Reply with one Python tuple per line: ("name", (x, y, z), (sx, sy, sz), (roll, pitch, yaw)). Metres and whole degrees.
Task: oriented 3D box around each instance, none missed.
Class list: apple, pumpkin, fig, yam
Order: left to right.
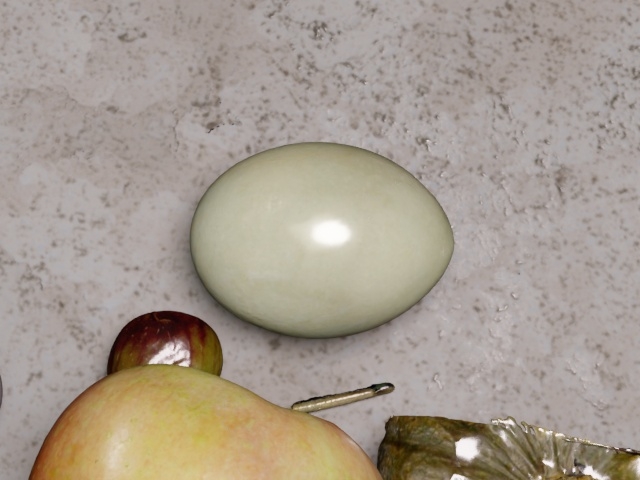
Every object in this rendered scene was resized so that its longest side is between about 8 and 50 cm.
("fig", (-0.153, 0.144, 1.140), (0.109, 0.103, 0.155), (-4, 69, 22))
("apple", (-0.096, 0.262, 0.979), (0.319, 0.319, 0.277), (20, 78, 4))
("yam", (0.022, 0.157, 1.181), (0.107, 0.014, 0.014), (-12, 79, -3))
("pumpkin", (0.202, 0.283, 1.043), (0.324, 0.242, 0.232), (7, 70, 6))

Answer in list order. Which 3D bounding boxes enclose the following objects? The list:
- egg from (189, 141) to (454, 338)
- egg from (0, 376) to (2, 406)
("egg", (0.000, 0.000, 1.126), (0.253, 0.186, 0.187), (4, 78, 4))
("egg", (-0.399, 0.137, 1.118), (0.198, 0.146, 0.146), (12, 78, 9))
